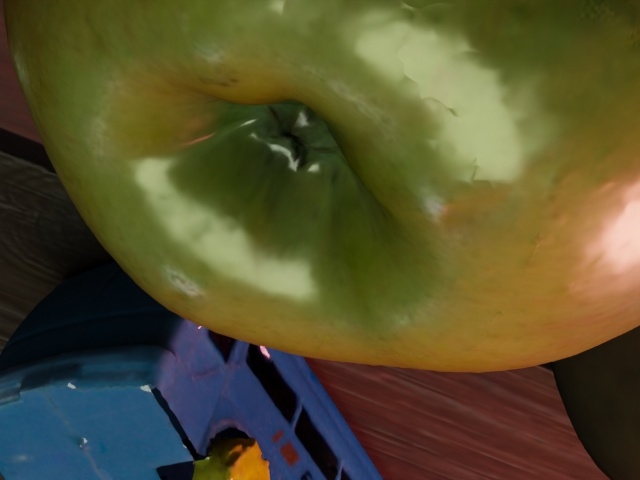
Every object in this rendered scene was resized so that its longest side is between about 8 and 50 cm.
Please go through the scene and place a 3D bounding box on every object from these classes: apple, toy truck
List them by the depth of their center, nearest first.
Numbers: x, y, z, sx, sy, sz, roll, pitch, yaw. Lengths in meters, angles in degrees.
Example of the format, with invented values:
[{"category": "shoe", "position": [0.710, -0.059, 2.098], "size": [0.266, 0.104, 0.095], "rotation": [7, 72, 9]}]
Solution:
[{"category": "apple", "position": [0.037, -0.100, 0.754], "size": [0.338, 0.305, 0.338], "rotation": [9, 140, 8]}, {"category": "toy truck", "position": [-0.051, 0.177, 1.162], "size": [0.161, 0.162, 0.385], "rotation": [-13, 128, 27]}]

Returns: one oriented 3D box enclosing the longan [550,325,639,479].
[{"category": "longan", "position": [0.226, 0.042, 0.914], "size": [0.248, 0.248, 0.248], "rotation": [8, 135, 8]}]
